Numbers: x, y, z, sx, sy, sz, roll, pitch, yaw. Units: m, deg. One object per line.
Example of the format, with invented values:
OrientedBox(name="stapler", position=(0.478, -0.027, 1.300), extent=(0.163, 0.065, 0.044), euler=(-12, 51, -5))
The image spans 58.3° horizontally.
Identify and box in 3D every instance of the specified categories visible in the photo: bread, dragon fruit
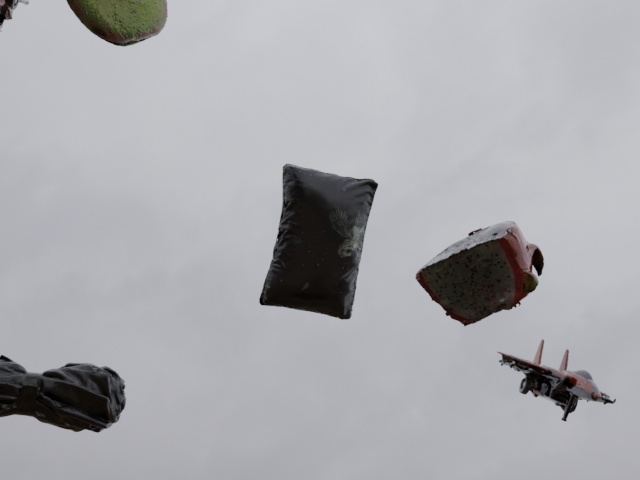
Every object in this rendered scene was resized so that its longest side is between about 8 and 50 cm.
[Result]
OrientedBox(name="bread", position=(-0.417, -0.513, 1.182), extent=(0.034, 0.228, 0.228), euler=(-15, -48, 46))
OrientedBox(name="dragon fruit", position=(0.119, 0.022, 0.410), extent=(0.083, 0.060, 0.056), euler=(-35, -92, 40))

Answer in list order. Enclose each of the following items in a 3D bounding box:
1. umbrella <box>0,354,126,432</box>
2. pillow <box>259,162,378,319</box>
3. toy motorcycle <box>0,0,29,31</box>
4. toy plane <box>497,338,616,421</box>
OrientedBox(name="umbrella", position=(-0.474, 0.233, 0.875), extent=(0.340, 0.118, 0.118), euler=(9, -42, -21))
OrientedBox(name="pillow", position=(0.000, 0.000, 0.808), extent=(0.141, 0.208, 0.055), euler=(11, -12, -9))
OrientedBox(name="toy motorcycle", position=(-0.623, -0.545, 1.115), extent=(0.089, 0.171, 0.298), euler=(11, -25, -20))
OrientedBox(name="toy plane", position=(0.255, 0.153, 0.604), extent=(0.130, 0.189, 0.061), euler=(23, -85, 7))
